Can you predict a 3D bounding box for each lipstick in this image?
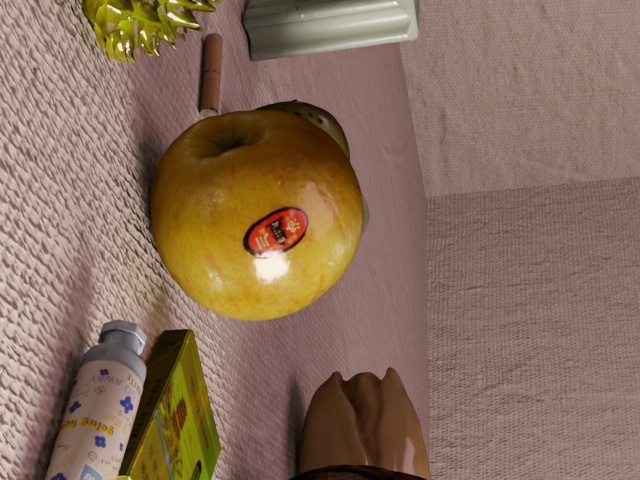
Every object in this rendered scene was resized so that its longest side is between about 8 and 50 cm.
[{"bbox_3d":[-0.106,-0.161,1.135,0.019,0.019,0.094,69,19,-58],"label":"lipstick"}]

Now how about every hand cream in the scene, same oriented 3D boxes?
[{"bbox_3d":[-0.142,0.123,0.717,0.170,0.043,0.065,-79,157,-43],"label":"hand cream"}]

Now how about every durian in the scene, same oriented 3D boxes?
[{"bbox_3d":[-0.128,-0.266,0.909,0.169,0.158,0.351,38,35,-27],"label":"durian"}]

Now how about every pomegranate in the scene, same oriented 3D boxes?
[{"bbox_3d":[-0.032,-0.067,1.208,0.129,0.130,0.159,-65,155,-71],"label":"pomegranate"}]

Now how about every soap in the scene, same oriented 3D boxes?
[{"bbox_3d":[0.015,-0.274,1.372,0.119,0.198,0.066,-82,162,-52],"label":"soap"}]

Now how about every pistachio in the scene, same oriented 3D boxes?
[{"bbox_3d":[0.053,0.301,1.404,0.181,0.162,0.292,119,-36,-76],"label":"pistachio"}]

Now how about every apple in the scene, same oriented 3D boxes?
[{"bbox_3d":[-0.052,-0.026,0.935,0.182,0.183,0.155,-83,153,-52],"label":"apple"}]

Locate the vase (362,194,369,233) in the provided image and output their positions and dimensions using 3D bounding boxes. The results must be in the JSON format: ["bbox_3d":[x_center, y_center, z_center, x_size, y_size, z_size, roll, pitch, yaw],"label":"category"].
[{"bbox_3d":[0.000,0.000,1.465,0.219,0.096,0.096,-63,146,-67],"label":"vase"}]

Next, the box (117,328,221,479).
[{"bbox_3d":[-0.116,0.165,0.870,0.193,0.030,0.121,-76,159,-64],"label":"box"}]

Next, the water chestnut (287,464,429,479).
[{"bbox_3d":[0.039,0.356,1.110,0.300,0.300,0.299,-5,90,-80],"label":"water chestnut"}]
